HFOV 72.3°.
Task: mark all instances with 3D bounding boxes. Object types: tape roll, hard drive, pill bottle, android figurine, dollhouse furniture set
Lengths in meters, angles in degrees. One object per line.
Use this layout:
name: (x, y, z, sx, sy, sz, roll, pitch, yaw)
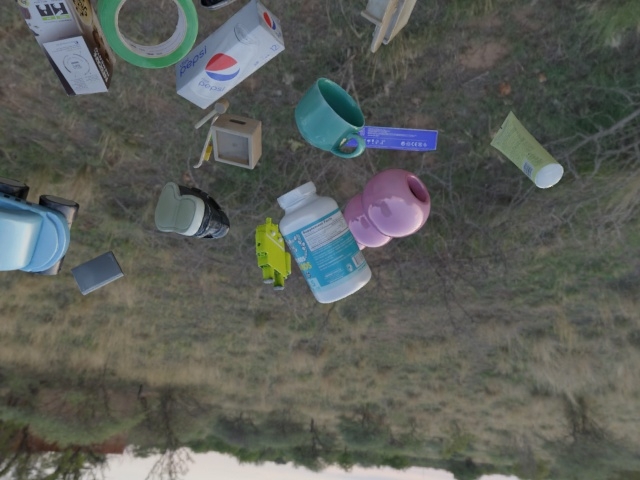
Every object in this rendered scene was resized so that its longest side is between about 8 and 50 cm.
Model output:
tape roll: (-0.593, -0.766, 1.522, 0.321, 0.077, 0.321, -22, 147, -15)
hard drive: (-0.728, 0.105, 1.434, 0.135, 0.094, 0.022, -29, 169, -16)
pill bottle: (0.000, 0.000, 1.015, 0.146, 0.264, 0.146, -27, -175, 3)
android figurine: (-0.183, 0.045, 1.679, 0.056, 0.273, 0.248, -14, 150, 16)
dollhouse furniture set: (0.059, -0.648, 1.049, 0.355, 0.303, 0.174, 34, 151, 6)

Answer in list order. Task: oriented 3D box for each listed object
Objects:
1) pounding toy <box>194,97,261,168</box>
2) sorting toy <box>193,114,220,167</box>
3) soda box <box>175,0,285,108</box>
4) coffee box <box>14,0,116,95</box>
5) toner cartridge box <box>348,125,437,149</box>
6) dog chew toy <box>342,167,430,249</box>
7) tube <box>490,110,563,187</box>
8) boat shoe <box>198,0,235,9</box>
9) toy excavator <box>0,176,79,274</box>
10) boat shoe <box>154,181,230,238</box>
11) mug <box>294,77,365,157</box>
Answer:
pounding toy: (-0.274, -0.341, 1.316, 0.181, 0.094, 0.206, 14, 138, 6)
sorting toy: (-0.416, -0.368, 1.645, 0.038, 0.208, 0.193, 23, -173, -17)
soda box: (-0.226, -0.445, 1.065, 0.286, 0.098, 0.091, -24, 153, 28)
coffee box: (-0.671, -0.564, 1.167, 0.118, 0.168, 0.297, -8, 143, -4)
toner cartridge box: (0.270, -0.406, 1.746, 0.347, 0.075, 0.165, 3, -170, -4)
dog chew toy: (0.169, -0.073, 1.340, 0.206, 0.207, 0.332, 23, 138, -33)
tube: (0.470, -0.211, 1.014, 0.070, 0.240, 0.062, -28, 128, 12)
boat shoe: (-0.328, -0.993, 1.699, 0.335, 0.095, 0.112, -19, 121, 23)
toy excavator: (-0.895, -0.034, 1.093, 0.432, 0.222, 0.445, 20, -173, -15)
boat shoe: (-0.319, -0.069, 1.090, 0.113, 0.127, 0.340, 17, 176, -35)
mug: (0.013, -0.237, 0.884, 0.129, 0.158, 0.097, 23, 133, -35)
